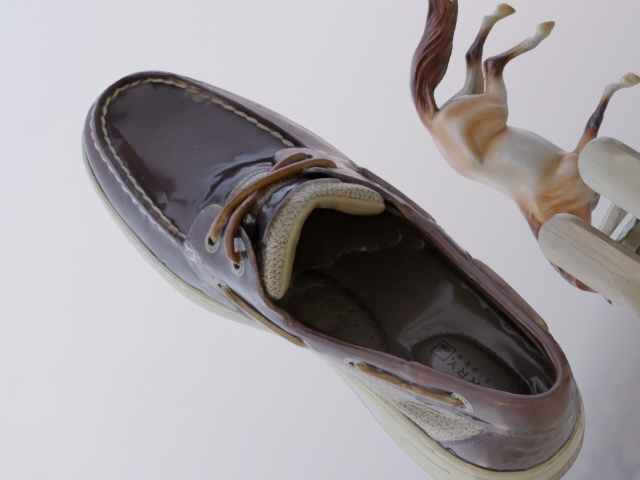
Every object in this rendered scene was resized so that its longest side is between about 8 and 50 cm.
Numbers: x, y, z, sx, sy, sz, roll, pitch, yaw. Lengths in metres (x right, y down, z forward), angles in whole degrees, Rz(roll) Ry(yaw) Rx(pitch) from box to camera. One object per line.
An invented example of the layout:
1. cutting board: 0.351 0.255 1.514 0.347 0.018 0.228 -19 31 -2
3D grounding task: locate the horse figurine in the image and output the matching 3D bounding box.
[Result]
1. horse figurine: 0.170 -0.088 1.505 0.174 0.263 0.066 -55 -3 -9

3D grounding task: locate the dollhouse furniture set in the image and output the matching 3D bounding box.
1. dollhouse furniture set: 0.238 -0.114 1.291 0.212 0.161 0.242 -45 -17 -45

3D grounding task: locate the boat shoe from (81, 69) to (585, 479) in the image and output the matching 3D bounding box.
1. boat shoe: 0.000 0.000 0.982 0.123 0.342 0.123 -42 -23 -16
